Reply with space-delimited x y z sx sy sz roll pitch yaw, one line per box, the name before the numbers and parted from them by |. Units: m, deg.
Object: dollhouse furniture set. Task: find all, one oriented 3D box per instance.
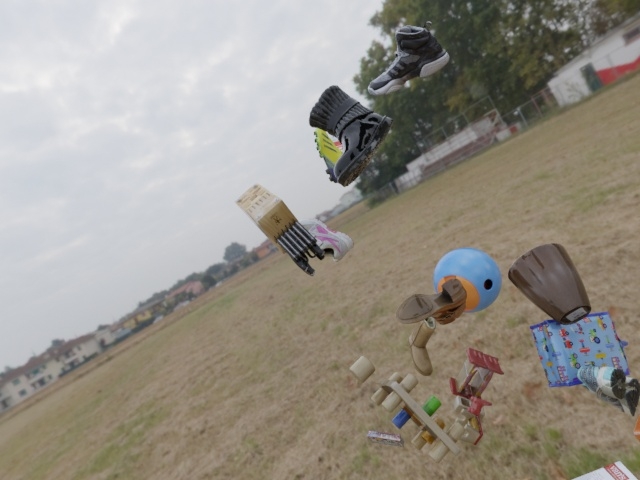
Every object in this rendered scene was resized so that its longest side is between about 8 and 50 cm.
dollhouse furniture set | 0.668 0.651 1.779 0.374 0.152 0.201 -64 -5 -67

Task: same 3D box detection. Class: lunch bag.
lunch bag | 0.931 0.375 1.483 0.293 0.221 0.138 -8 -20 -3

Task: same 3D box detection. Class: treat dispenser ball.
treat dispenser ball | 0.648 0.175 1.882 0.288 0.288 0.288 -29 1 1

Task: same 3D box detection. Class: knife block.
knife block | -0.104 -0.023 1.203 0.088 0.242 0.275 -42 36 -9

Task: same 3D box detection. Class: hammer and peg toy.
hammer and peg toy | 0.249 0.485 1.298 0.127 0.361 0.266 -42 -10 -13

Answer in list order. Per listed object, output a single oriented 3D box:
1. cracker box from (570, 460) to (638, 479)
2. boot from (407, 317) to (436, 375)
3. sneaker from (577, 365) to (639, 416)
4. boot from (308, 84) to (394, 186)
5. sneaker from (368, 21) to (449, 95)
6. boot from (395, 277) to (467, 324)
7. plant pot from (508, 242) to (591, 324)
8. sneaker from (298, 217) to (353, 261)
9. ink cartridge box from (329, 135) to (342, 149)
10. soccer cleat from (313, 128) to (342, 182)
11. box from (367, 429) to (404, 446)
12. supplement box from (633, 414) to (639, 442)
cracker box | 0.603 0.599 0.930 0.232 0.067 0.156 -27 2 7
boot | 0.506 0.495 2.067 0.089 0.236 0.270 -8 -43 -17
sneaker | 0.918 0.463 1.351 0.122 0.283 0.110 0 57 55
boot | 0.063 -0.350 1.406 0.348 0.260 0.131 -56 -5 -35
sneaker | 0.243 -0.556 1.295 0.268 0.153 0.101 -13 31 38
boot | 0.435 0.268 1.634 0.283 0.109 0.220 -34 -39 -1
plant pot | 0.806 0.165 1.457 0.215 0.215 0.230 -29 45 12
sneaker | 0.000 0.000 1.684 0.111 0.252 0.103 -57 -16 -31
ink cartridge box | 0.125 -0.560 2.283 0.189 0.066 0.232 -9 30 33
soccer cleat | 0.056 -0.419 2.036 0.121 0.289 0.093 -22 15 0
box | 0.269 0.816 1.746 0.136 0.094 0.027 -2 50 22
supplement box | 0.938 0.576 1.114 0.080 0.233 0.078 -30 -6 -39
